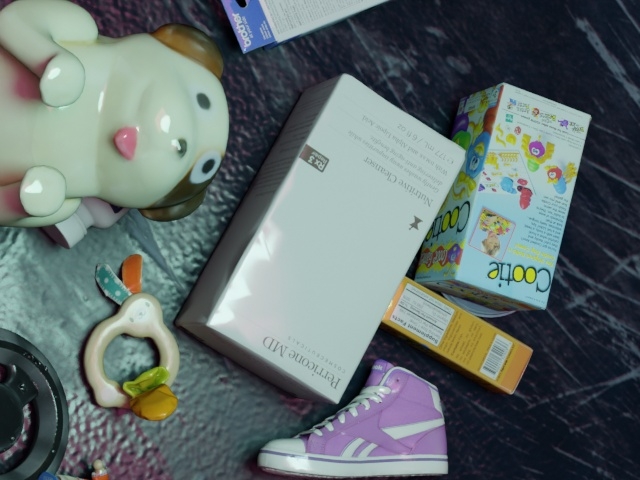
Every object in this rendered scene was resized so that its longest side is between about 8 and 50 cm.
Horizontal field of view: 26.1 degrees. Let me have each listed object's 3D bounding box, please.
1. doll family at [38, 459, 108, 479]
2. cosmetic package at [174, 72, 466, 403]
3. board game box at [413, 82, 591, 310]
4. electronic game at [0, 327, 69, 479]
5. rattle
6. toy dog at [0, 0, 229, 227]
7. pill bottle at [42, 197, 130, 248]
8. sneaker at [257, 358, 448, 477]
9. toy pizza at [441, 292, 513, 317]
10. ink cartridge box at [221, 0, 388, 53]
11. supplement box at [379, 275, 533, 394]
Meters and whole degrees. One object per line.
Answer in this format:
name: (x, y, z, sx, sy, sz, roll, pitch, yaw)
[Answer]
doll family: (-0.269, 0.406, 1.691, 0.163, 0.118, 0.262, 23, 76, -52)
cosmetic package: (0.000, 0.000, 1.824, 0.217, 0.156, 0.385, 31, 75, -18)
board game box: (0.247, -0.055, 1.893, 0.144, 0.142, 0.275, 18, 80, -18)
electronic game: (-0.404, 0.216, 1.675, 0.229, 0.048, 0.229, 17, 65, -42)
rattle: (-0.234, 0.118, 1.739, 0.130, 0.143, 0.199, 5, 89, -2)
toy dog: (-0.308, -0.138, 1.574, 0.408, 0.395, 0.284, 8, 94, 0)
pill bottle: (-0.277, -0.080, 1.749, 0.187, 0.112, 0.112, -44, 101, -19)
sneaker: (0.040, 0.240, 1.856, 0.282, 0.102, 0.161, 3, 81, -31)
toy pizza: (0.238, 0.010, 1.979, 0.201, 0.032, 0.201, 1, 86, -20)
ink cartridge box: (-0.014, -0.385, 1.902, 0.311, 0.065, 0.185, -25, 94, -23)
supplement box: (0.175, 0.129, 1.921, 0.233, 0.078, 0.080, 32, 78, -15)
